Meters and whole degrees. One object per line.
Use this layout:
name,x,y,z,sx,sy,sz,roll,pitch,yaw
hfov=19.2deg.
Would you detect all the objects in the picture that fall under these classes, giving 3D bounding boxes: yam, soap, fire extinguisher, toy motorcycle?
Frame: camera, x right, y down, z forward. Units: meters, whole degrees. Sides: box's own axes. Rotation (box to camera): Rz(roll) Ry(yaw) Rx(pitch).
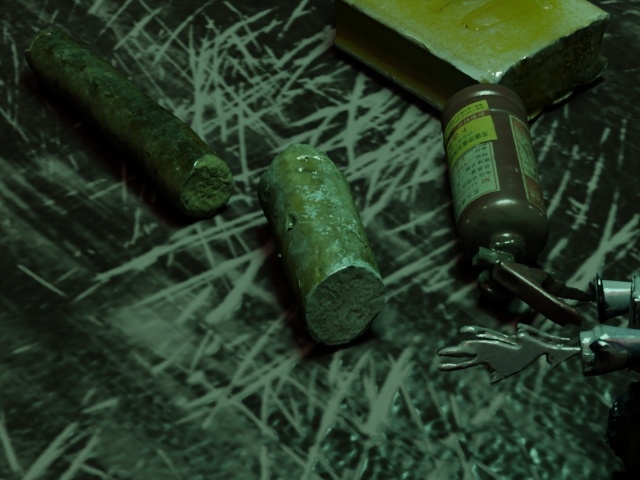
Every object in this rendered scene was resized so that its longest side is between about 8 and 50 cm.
yam,-0.171,-0.108,1.654,0.061,0.061,0.274,-26,44,-26
soap,0.118,-0.202,1.734,0.160,0.080,0.257,-30,48,-30
yam,0.000,0.000,1.498,0.078,0.078,0.179,-9,39,-8
fire extinguisher,0.160,-0.028,1.525,0.106,0.075,0.252,-3,39,-1
toy motorcycle,0.283,0.080,1.290,0.401,0.207,0.134,3,24,7
